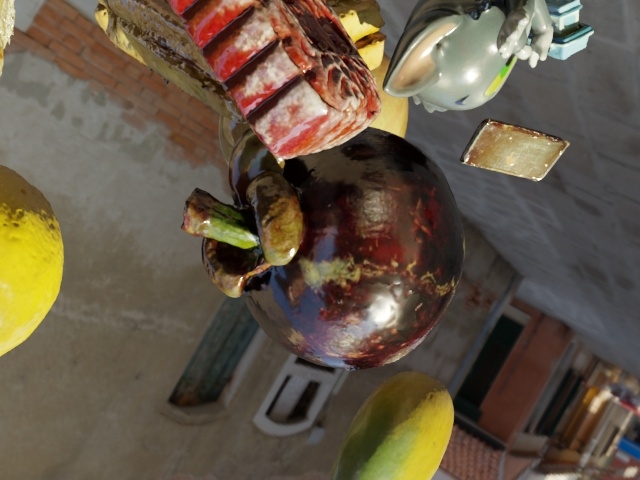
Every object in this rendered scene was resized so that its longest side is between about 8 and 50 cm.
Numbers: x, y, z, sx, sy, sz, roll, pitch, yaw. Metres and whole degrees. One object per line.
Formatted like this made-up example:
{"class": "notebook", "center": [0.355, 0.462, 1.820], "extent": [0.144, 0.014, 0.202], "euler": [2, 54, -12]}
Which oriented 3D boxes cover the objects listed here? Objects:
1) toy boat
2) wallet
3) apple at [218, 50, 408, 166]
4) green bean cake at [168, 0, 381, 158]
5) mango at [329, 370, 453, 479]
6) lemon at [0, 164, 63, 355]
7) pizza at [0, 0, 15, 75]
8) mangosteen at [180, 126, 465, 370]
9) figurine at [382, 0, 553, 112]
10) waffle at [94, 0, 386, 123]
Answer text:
{"class": "toy boat", "center": [0.382, -0.413, 1.358], "extent": [0.238, 0.109, 0.098], "euler": [39, 151, 47]}
{"class": "wallet", "center": [0.425, -0.199, 1.624], "extent": [0.232, 0.122, 0.031], "euler": [10, -142, -26]}
{"class": "apple", "center": [-0.006, -0.166, 1.032], "extent": [0.257, 0.234, 0.257], "euler": [22, 159, 9]}
{"class": "green bean cake", "center": [-0.021, -0.121, 0.460], "extent": [0.136, 0.056, 0.135], "euler": [57, -159, 0]}
{"class": "mango", "center": [0.076, 0.224, 0.796], "extent": [0.092, 0.195, 0.130], "euler": [18, 144, 34]}
{"class": "lemon", "center": [-0.458, 0.020, 0.952], "extent": [0.245, 0.245, 0.320], "euler": [30, -160, -34]}
{"class": "pizza", "center": [-0.569, -0.365, 1.310], "extent": [0.034, 0.181, 0.262], "euler": [11, 157, -17]}
{"class": "mangosteen", "center": [0.000, 0.000, 0.662], "extent": [0.265, 0.228, 0.228], "euler": [13, -171, -33]}
{"class": "figurine", "center": [0.161, -0.230, 0.687], "extent": [0.140, 0.265, 0.193], "euler": [21, -154, 7]}
{"class": "waffle", "center": [-0.103, -0.260, 0.861], "extent": [0.327, 0.224, 0.098], "euler": [37, 146, 39]}
